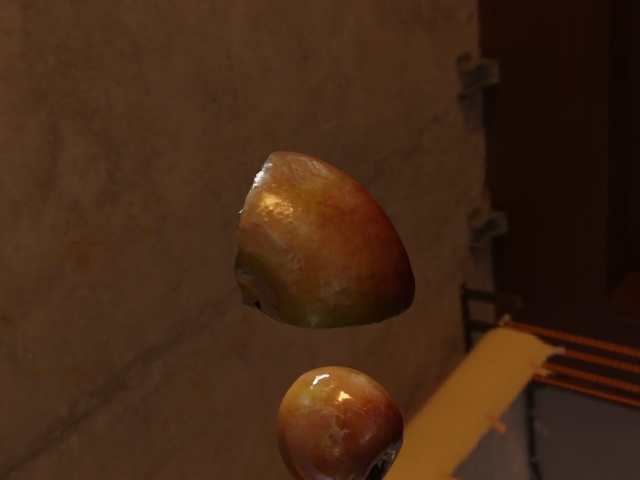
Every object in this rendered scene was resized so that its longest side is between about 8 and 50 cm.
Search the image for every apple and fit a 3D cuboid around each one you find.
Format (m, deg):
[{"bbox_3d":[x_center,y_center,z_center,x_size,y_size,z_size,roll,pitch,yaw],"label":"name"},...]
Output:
[{"bbox_3d":[0.030,0.359,1.907,0.254,0.254,0.253,-22,-63,-52],"label":"apple"},{"bbox_3d":[0.000,0.000,1.297,0.254,0.179,0.346,57,-164,-7],"label":"apple"}]
